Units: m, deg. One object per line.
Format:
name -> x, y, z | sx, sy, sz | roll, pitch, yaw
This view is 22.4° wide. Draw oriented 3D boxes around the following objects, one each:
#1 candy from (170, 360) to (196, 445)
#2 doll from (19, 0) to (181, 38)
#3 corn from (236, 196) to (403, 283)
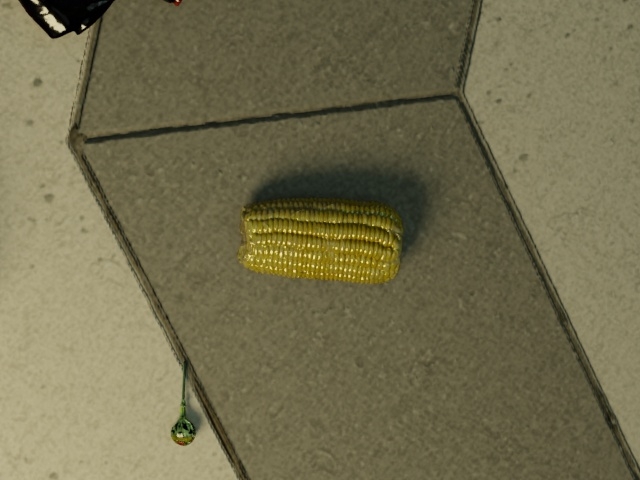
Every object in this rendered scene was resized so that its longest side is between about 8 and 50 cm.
candy -> -0.134, 0.161, 1.599 | 0.023, 0.025, 0.083 | 14, 78, -57
doll -> -0.203, -0.270, 1.535 | 0.248, 0.088, 0.127 | -25, 78, -21
corn -> 0.000, 0.000, 1.604 | 0.165, 0.063, 0.085 | 1, 116, -12
